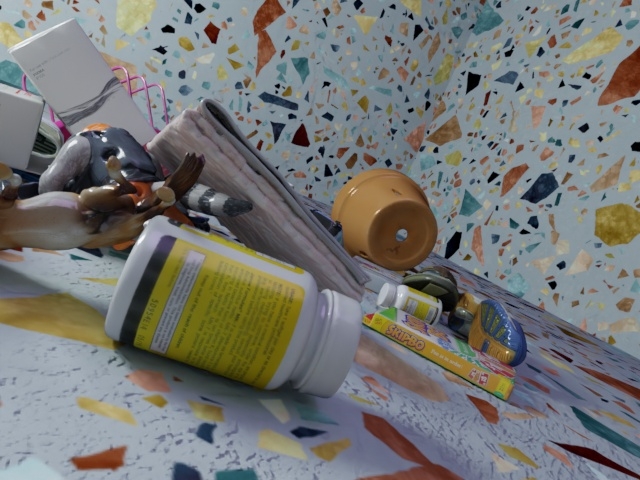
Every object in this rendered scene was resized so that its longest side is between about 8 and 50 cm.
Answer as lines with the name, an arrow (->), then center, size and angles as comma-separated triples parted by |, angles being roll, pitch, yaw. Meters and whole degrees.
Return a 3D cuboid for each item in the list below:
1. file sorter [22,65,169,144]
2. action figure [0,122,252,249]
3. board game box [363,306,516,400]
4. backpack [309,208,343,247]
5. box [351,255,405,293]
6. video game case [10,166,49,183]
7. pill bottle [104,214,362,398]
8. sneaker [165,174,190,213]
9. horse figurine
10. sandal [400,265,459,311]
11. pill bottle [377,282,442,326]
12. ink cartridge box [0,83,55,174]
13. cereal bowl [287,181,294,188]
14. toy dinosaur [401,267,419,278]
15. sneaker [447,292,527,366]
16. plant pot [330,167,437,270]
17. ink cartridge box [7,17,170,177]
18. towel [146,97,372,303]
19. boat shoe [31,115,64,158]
file sorter -> -0.546, -0.330, 1.264 | 0.202, 0.182, 0.291 | -14, -6, 20
action figure -> -0.226, -0.060, 0.719 | 0.330, 0.178, 0.341 | 38, 16, 24
board game box -> 0.197, 0.177, 0.854 | 0.260, 0.039, 0.124 | 23, 6, 22
backpack -> 0.000, 0.000, 1.243 | 0.105, 0.084, 0.114 | 30, -30, 33
box -> 0.132, 0.089, 1.241 | 0.145, 0.038, 0.186 | 25, 7, 10
video game case -> -0.454, -0.100, 0.892 | 0.167, 0.015, 0.119 | 23, 8, -2
pill bottle -> -0.075, 0.067, 0.471 | 0.209, 0.119, 0.119 | 22, 8, -10
sneaker -> -0.285, -0.089, 0.974 | 0.078, 0.106, 0.234 | 22, 8, -7
horse figurine -> -0.240, -0.029, 0.471 | 0.264, 0.066, 0.174 | -10, -8, -31
sandal -> 0.249, 0.100, 1.133 | 0.120, 0.086, 0.303 | 26, -5, 12
pill bottle -> 0.176, 0.126, 1.005 | 0.117, 0.065, 0.065 | 23, 8, -8
ink cartridge box -> -0.577, -0.211, 0.829 | 0.354, 0.119, 0.207 | 15, 9, -31
cereal bowl -> -0.250, -0.152, 1.386 | 0.339, 0.141, 0.339 | 22, 8, -3
toy dinosaur -> 0.289, 0.124, 1.444 | 0.112, 0.064, 0.212 | 46, 27, 26
sneaker -> 0.363, 0.181, 1.017 | 0.131, 0.111, 0.296 | 23, 8, -4
plant pot -> 0.194, -0.042, 1.410 | 0.291, 0.290, 0.203 | 21, 11, -19
ink cartridge box -> -0.391, -0.220, 0.901 | 0.282, 0.117, 0.207 | 58, -14, -20
towel -> -0.103, -0.047, 0.747 | 0.332, 0.053, 0.317 | 48, -17, -19
boat shoe -> -0.663, -0.254, 1.006 | 0.303, 0.109, 0.094 | 21, 9, -37
